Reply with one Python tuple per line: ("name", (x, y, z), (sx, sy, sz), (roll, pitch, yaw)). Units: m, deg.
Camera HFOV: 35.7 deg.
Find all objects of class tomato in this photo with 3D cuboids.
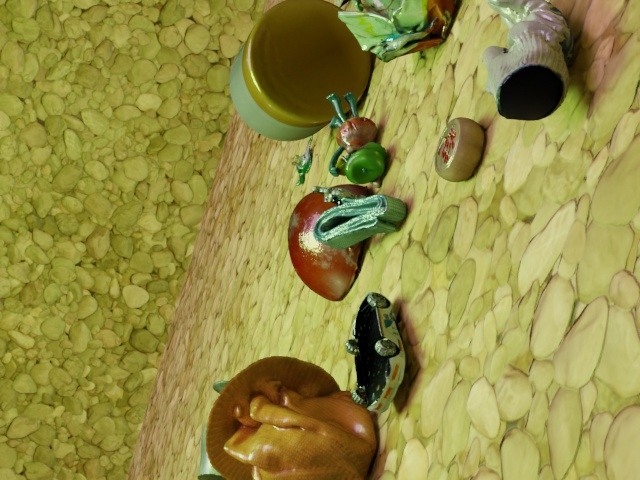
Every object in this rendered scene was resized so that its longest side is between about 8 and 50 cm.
("tomato", (0.000, 0.000, 1.681), (0.228, 0.112, 0.199), (128, 152, -63))

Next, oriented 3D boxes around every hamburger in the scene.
("hamburger", (0.125, -0.418, 1.564), (0.276, 0.151, 0.260), (-97, 28, -59))

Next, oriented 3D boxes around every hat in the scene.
("hat", (-0.002, 0.310, 1.343), (0.233, 0.234, 0.244), (33, 122, 48))

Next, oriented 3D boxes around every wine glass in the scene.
("wine glass", (-0.196, 0.396, 2.033), (0.093, 0.093, 0.202), (127, 157, -56))

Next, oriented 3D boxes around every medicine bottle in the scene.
("medicine bottle", (-0.046, -0.327, 1.936), (0.232, 0.238, 0.237), (166, 119, -75))

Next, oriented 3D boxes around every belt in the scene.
("belt", (0.059, -0.046, 1.514), (0.179, 0.065, 0.100), (-13, 66, 49))

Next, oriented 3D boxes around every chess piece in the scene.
("chess piece", (0.177, -0.115, 1.266), (0.084, 0.038, 0.083), (-164, 90, -74))

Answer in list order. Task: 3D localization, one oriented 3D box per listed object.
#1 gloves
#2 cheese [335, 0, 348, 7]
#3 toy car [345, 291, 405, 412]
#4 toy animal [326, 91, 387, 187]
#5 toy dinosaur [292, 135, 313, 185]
("gloves", (0.219, -0.208, 1.085), (0.119, 0.097, 0.229), (-51, 27, 34))
("cheese", (0.058, -0.551, 2.192), (0.162, 0.036, 0.086), (121, 161, -45))
("toy car", (0.077, 0.144, 1.332), (0.205, 0.056, 0.095), (-95, 24, -63))
("toy animal", (0.050, -0.163, 1.674), (0.103, 0.100, 0.208), (-30, 44, 12))
("toy dinosaur", (-0.030, -0.178, 2.169), (0.119, 0.029, 0.060), (-63, 33, 19))
